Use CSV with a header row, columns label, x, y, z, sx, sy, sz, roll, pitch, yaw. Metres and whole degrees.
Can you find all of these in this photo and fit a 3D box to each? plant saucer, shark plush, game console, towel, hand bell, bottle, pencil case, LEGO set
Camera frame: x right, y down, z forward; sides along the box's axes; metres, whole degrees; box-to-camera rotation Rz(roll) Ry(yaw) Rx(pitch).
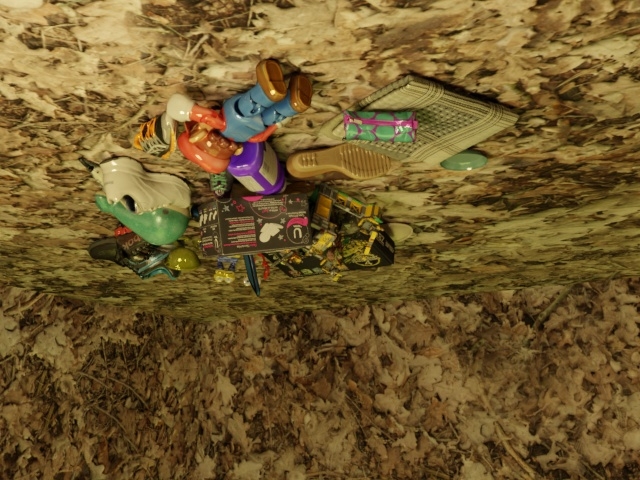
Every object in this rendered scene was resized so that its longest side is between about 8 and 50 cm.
label,x,y,z,sx,sy,sz,roll,pitch,yaw
plant saucer,0.357,-0.203,1.830,0.119,0.021,0.119,1,165,0
shark plush,-0.586,-0.169,1.912,0.067,0.073,0.161,27,-179,24
game console,-0.281,0.025,2.147,0.250,0.173,0.293,19,-178,-13
towel,0.208,-0.247,1.603,0.312,0.056,0.324,10,163,-33
hand bell,-0.134,-0.130,2.017,0.242,0.126,0.126,-12,166,-7
bottle,-0.148,-0.175,1.751,0.092,0.118,0.283,-6,167,11
pencil case,0.120,-0.232,1.491,0.151,0.064,0.070,2,175,4
LEGO set,0.015,0.013,2.074,0.255,0.192,0.331,33,135,-21

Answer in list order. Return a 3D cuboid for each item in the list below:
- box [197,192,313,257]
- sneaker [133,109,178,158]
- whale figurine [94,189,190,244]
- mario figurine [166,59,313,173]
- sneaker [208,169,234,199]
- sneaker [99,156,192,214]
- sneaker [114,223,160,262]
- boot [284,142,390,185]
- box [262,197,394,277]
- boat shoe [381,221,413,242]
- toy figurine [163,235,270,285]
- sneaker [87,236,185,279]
label,x,y,z,sx,sy,sz,roll,pitch,yaw
box,-0.168,-0.035,1.875,0.247,0.142,0.163,-5,178,-27
sneaker,-0.359,-0.232,1.614,0.083,0.084,0.215,11,164,-19
whale figurine,-0.516,-0.069,2.106,0.272,0.141,0.216,12,166,-15
mario figurine,-0.175,-0.268,1.480,0.320,0.170,0.198,-25,117,36
sneaker,-0.244,-0.164,1.830,0.083,0.098,0.224,0,165,1
sneaker,-0.461,-0.122,1.936,0.111,0.129,0.297,-13,162,35
sneaker,-0.565,0.001,2.394,0.276,0.135,0.097,-11,160,31
boot,0.035,-0.187,1.833,0.248,0.090,0.207,1,177,-9
box,0.000,0.000,2.355,0.395,0.097,0.318,-8,148,27
boat shoe,0.206,-0.032,2.450,0.206,0.075,0.065,-9,-154,14
toy figurine,-0.334,-0.003,2.477,0.362,0.191,0.217,10,134,-8
sneaker,-0.661,0.065,2.625,0.341,0.140,0.125,3,167,-5
